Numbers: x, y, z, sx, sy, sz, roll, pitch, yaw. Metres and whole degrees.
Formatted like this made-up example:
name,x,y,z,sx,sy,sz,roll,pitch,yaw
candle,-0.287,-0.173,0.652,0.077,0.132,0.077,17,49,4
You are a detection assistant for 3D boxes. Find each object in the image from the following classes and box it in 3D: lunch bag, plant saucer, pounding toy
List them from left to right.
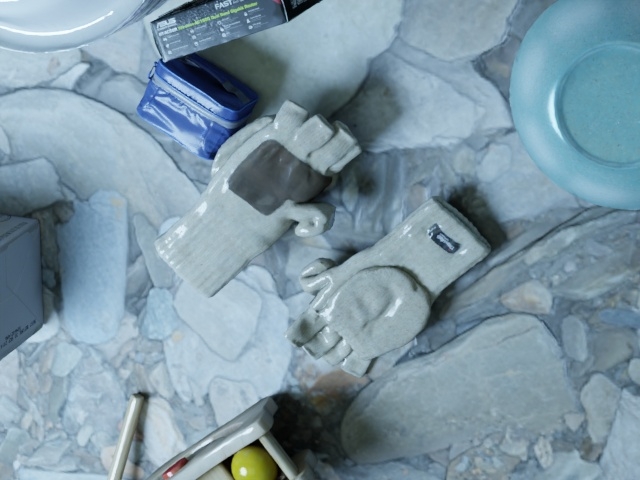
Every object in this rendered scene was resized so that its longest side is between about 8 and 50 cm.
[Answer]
name,x,y,z,sx,sy,sz,roll,pitch,yaw
pounding toy,-0.145,0.223,1.546,0.269,0.154,0.155,-35,95,26
lunch bag,-0.108,-0.125,1.457,0.098,0.067,0.065,34,116,7
plant saucer,0.245,-0.112,1.355,0.194,0.037,0.195,6,111,16

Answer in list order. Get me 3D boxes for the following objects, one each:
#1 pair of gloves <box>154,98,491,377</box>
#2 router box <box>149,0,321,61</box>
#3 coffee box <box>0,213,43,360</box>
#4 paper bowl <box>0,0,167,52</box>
name,x,y,z,sx,sy,sz,roll,pitch,yaw
pair of gloves,0.000,0.000,1.463,0.240,0.042,0.204,35,114,-11
router box,-0.070,-0.193,1.406,0.122,0.092,0.038,-14,103,23
coffee box,-0.433,0.038,1.575,0.297,0.168,0.119,7,111,16
paper bowl,-0.244,-0.298,1.401,0.284,0.148,0.284,6,110,16
